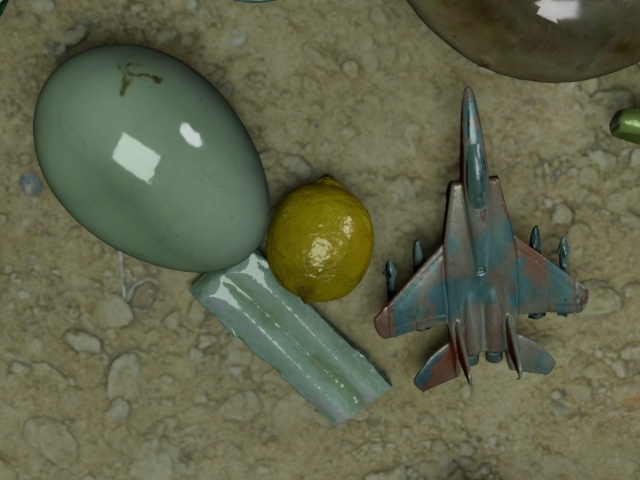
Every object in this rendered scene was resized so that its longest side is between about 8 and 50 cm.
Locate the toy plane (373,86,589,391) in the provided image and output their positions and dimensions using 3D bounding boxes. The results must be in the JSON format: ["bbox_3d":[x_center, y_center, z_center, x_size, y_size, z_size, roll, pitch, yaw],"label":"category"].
[{"bbox_3d":[0.156,-0.002,1.847,0.223,0.104,0.326,-7,107,-3],"label":"toy plane"}]

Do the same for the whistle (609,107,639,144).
[{"bbox_3d":[0.429,-0.092,1.824,0.288,0.131,0.106,7,81,-9],"label":"whistle"}]

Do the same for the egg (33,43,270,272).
[{"bbox_3d":[-0.156,-0.073,1.747,0.183,0.183,0.264,-42,115,11],"label":"egg"}]

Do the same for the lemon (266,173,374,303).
[{"bbox_3d":[0.000,0.000,1.828,0.109,0.109,0.133,12,82,-9],"label":"lemon"}]

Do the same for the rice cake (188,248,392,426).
[{"bbox_3d":[-0.028,0.098,1.898,0.085,0.040,0.226,-43,108,9],"label":"rice cake"}]

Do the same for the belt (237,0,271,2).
[{"bbox_3d":[-0.052,-0.341,1.654,0.206,0.116,0.267,-10,135,-7],"label":"belt"}]

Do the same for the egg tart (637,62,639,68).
[{"bbox_3d":[0.361,-0.197,1.823,0.105,0.039,0.105,-2,110,-4],"label":"egg tart"}]

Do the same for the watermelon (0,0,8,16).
[{"bbox_3d":[-0.354,-0.323,1.596,0.222,0.292,0.319,25,116,-18],"label":"watermelon"}]

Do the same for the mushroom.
[{"bbox_3d":[0.232,-0.309,1.626,0.362,0.294,0.362,-7,112,-18],"label":"mushroom"}]
